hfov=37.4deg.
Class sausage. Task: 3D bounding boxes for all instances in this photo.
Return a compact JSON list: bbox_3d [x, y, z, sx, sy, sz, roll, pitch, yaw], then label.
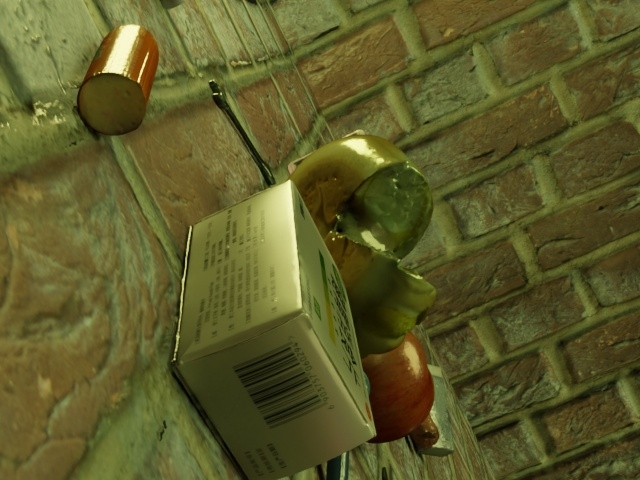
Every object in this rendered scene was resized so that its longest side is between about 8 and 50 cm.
[{"bbox_3d":[-0.218,-0.189,1.048,0.234,0.071,0.071,-100,164,-62],"label":"sausage"},{"bbox_3d":[0.199,0.344,2.165,0.078,0.078,0.304,56,12,-49],"label":"sausage"}]

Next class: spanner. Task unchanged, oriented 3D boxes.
[{"bbox_3d":[-0.143,-0.197,1.761,0.254,0.015,0.054,58,9,-42],"label":"spanner"}]

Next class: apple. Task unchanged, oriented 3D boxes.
[{"bbox_3d":[0.100,0.225,1.554,0.209,0.164,0.209,-23,90,-84],"label":"apple"}]

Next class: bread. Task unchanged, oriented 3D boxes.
[{"bbox_3d":[0.045,0.016,1.334,0.160,0.333,0.333,24,34,-37],"label":"bread"}]

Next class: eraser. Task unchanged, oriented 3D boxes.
[{"bbox_3d":[0.255,0.395,2.210,0.092,0.046,0.212,18,55,-39],"label":"eraser"}]

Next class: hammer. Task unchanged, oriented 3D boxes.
[{"bbox_3d":[0.026,0.268,1.278,0.116,0.070,0.194,105,-8,-46],"label":"hammer"}]

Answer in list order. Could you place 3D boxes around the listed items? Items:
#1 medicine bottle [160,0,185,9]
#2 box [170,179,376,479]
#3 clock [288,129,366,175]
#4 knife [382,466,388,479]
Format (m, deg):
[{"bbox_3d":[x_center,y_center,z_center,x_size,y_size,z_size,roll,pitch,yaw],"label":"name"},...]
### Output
[{"bbox_3d":[-0.265,-0.447,1.562,0.118,0.055,0.074,59,9,-31],"label":"medicine bottle"},{"bbox_3d":[-0.053,0.086,1.046,0.333,0.145,0.173,-99,165,-63],"label":"box"},{"bbox_3d":[0.041,-0.143,2.146,0.150,0.197,0.063,69,10,21],"label":"clock"},{"bbox_3d":[0.113,0.422,1.602,0.023,0.010,0.170,64,7,-10],"label":"knife"}]
